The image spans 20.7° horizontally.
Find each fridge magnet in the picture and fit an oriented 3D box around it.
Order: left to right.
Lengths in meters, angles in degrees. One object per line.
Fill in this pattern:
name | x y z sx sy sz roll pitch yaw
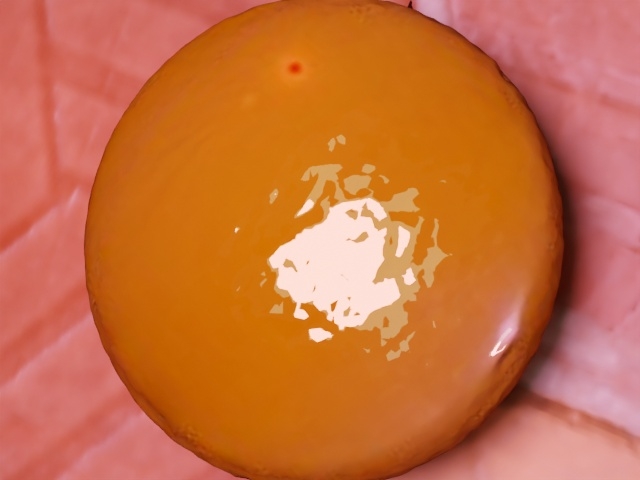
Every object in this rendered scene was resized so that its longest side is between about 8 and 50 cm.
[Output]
fridge magnet | 0.000 0.000 0.502 0.143 0.063 0.143 -3 82 19
